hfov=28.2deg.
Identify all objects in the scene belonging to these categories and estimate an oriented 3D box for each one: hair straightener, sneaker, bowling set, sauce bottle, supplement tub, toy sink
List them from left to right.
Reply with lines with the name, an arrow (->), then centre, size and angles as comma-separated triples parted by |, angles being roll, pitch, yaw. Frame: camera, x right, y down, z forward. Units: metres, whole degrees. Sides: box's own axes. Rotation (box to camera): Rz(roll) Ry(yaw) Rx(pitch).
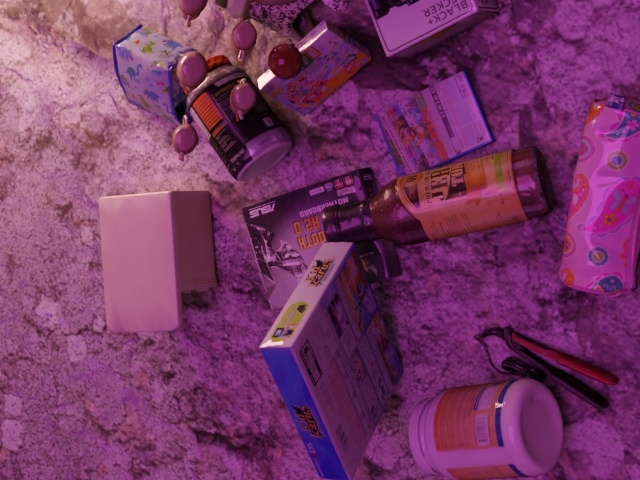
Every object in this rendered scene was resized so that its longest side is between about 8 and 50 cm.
toy sink -> -0.274, 0.035, 2.184 | 0.153, 0.131, 0.234 | -4, 90, 29
bowling set -> -0.134, -0.258, 1.977 | 0.200, 0.154, 0.287 | 6, 92, -7
supplement tub -> -0.141, -0.203, 2.088 | 0.117, 0.117, 0.190 | -39, 78, 27
sneaker -> -0.011, -0.437, 1.928 | 0.182, 0.158, 0.410 | 38, 151, -2
sauce bottle -> 0.171, -0.053, 1.915 | 0.344, 0.111, 0.111 | -14, 90, 18
supplement tub -> 0.248, 0.288, 1.918 | 0.200, 0.144, 0.144 | -13, 90, 40
hair straightener -> 0.331, 0.201, 1.926 | 0.230, 0.047, 0.089 | 24, 107, 24

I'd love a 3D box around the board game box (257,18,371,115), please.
board game box -> -0.010, -0.271, 2.018 | 0.154, 0.103, 0.026 | -39, 45, 27

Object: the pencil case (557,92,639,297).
pencil case -> 0.417, -0.064, 1.803 | 0.124, 0.124, 0.284 | 15, 103, 26

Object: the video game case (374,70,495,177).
video game case -> 0.176, -0.176, 1.979 | 0.166, 0.015, 0.119 | -24, 86, 28

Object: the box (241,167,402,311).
box -> 0.000, 0.000, 2.073 | 0.231, 0.056, 0.183 | -16, 88, 29

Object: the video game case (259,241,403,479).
video game case -> 0.024, 0.181, 1.921 | 0.061, 0.244, 0.269 | -2, 126, 30

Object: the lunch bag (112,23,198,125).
lunch bag -> -0.275, -0.272, 2.167 | 0.129, 0.096, 0.151 | 27, 138, 23

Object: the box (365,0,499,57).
box -> 0.135, -0.440, 1.925 | 0.169, 0.087, 0.290 | -22, 86, 29
